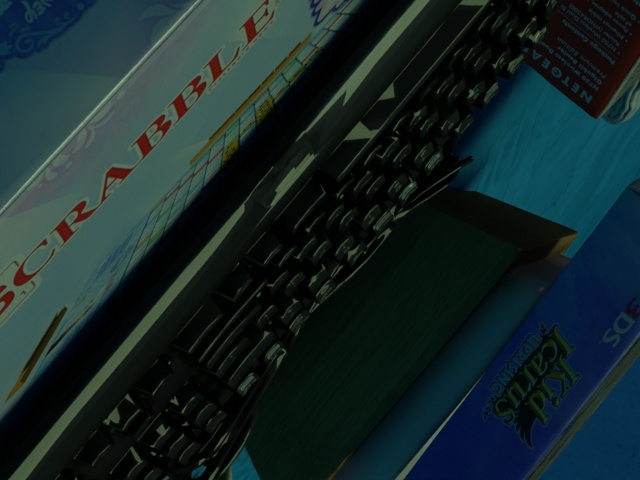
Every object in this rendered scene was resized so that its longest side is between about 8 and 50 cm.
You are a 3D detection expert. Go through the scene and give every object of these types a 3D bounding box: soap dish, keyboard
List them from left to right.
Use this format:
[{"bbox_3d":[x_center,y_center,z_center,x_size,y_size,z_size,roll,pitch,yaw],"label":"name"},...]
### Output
[{"bbox_3d":[0.000,0.000,0.583,0.317,0.033,0.201,-49,170,-4],"label":"keyboard"},{"bbox_3d":[0.067,0.070,1.247,0.229,0.118,0.291,-51,170,11],"label":"soap dish"}]

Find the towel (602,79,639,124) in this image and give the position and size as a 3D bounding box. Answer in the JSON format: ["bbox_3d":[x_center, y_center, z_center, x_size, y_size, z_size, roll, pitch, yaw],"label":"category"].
[{"bbox_3d":[0.359,-0.234,1.626,0.285,0.034,0.209,-47,170,-15],"label":"towel"}]

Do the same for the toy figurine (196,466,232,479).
[{"bbox_3d":[-0.080,0.350,1.357,0.191,0.217,0.362,-42,167,-34],"label":"toy figurine"}]

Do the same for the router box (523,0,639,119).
[{"bbox_3d":[0.259,-0.260,0.967,0.335,0.082,0.301,-43,168,-34],"label":"router box"}]

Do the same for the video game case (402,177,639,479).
[{"bbox_3d":[0.164,0.063,1.131,0.269,0.061,0.244,-55,168,23],"label":"video game case"}]

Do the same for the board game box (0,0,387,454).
[{"bbox_3d":[-0.080,0.006,0.535,0.318,0.066,0.318,-48,170,-10],"label":"board game box"}]
